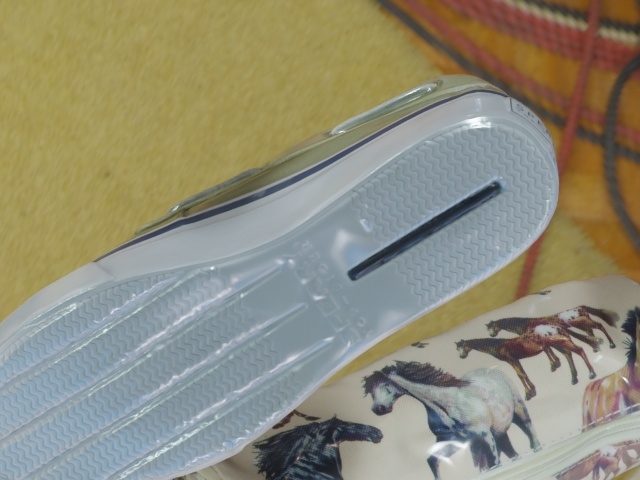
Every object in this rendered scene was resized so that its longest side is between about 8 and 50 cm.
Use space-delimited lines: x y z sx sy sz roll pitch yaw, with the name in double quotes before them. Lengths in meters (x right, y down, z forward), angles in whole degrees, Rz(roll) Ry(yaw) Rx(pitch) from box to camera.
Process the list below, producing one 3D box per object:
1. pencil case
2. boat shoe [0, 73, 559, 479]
"pencil case" 0.099 0.158 1.348 0.410 0.183 0.160 -21 125 -18
"boat shoe" -0.029 0.021 0.843 0.302 0.094 0.109 -26 110 5
